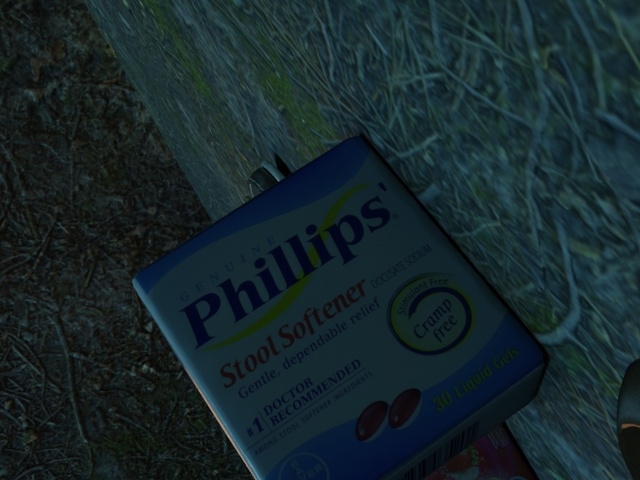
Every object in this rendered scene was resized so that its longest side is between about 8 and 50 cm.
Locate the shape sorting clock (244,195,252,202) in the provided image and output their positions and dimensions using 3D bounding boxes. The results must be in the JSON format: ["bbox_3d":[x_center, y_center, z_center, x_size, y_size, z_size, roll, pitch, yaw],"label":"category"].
[{"bbox_3d":[-0.069,0.003,1.674,0.206,0.040,0.206,51,170,12],"label":"shape sorting clock"}]

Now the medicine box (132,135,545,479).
[{"bbox_3d":[0.014,0.096,0.887,0.289,0.263,0.149,52,169,24],"label":"medicine box"}]

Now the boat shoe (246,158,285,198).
[{"bbox_3d":[-0.052,0.013,1.449,0.116,0.096,0.324,48,168,40],"label":"boat shoe"}]

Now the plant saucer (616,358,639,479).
[{"bbox_3d":[0.255,0.168,0.606,0.199,0.036,0.198,55,170,15],"label":"plant saucer"}]

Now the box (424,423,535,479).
[{"bbox_3d":[0.192,0.313,1.131,0.257,0.122,0.128,58,171,-9],"label":"box"}]
